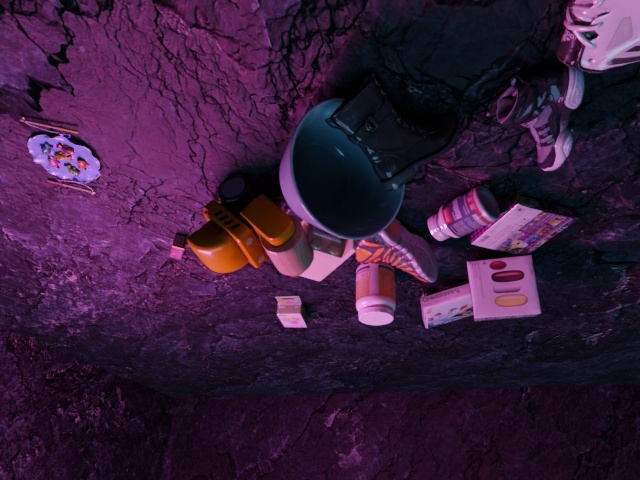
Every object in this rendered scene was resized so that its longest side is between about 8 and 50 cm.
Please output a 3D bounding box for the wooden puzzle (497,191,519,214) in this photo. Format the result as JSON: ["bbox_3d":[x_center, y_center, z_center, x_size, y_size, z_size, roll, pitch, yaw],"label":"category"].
[{"bbox_3d":[0.504,-0.090,1.245,0.014,0.079,0.116,42,142,-17],"label":"wooden puzzle"}]

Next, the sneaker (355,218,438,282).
[{"bbox_3d":[0.236,0.042,1.444,0.321,0.125,0.180,41,139,-25],"label":"sneaker"}]

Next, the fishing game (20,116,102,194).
[{"bbox_3d":[-0.690,-0.211,1.192,0.189,0.041,0.264,14,146,-12],"label":"fishing game"}]

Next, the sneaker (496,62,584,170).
[{"bbox_3d":[0.462,-0.257,0.963,0.152,0.101,0.269,-4,141,13],"label":"sneaker"}]

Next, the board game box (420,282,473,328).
[{"bbox_3d":[0.542,0.240,1.707,0.305,0.053,0.193,-17,144,3],"label":"board game box"}]

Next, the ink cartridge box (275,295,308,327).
[{"bbox_3d":[-0.127,0.319,1.954,0.108,0.062,0.209,-2,147,9],"label":"ink cartridge box"}]

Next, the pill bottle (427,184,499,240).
[{"bbox_3d":[0.399,-0.069,1.252,0.107,0.108,0.180,25,141,-31],"label":"pill bottle"}]

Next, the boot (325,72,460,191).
[{"bbox_3d":[0.165,-0.259,0.956,0.229,0.263,0.091,53,166,-17],"label":"boot"}]

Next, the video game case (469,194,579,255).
[{"bbox_3d":[0.610,-0.039,1.341,0.210,0.042,0.232,11,147,-13],"label":"video game case"}]

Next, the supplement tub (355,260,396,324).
[{"bbox_3d":[0.199,0.189,1.591,0.144,0.200,0.144,3,148,2],"label":"supplement tub"}]

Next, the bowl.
[{"bbox_3d":[0.028,-0.152,1.024,0.311,0.312,0.163,24,164,-30],"label":"bowl"}]

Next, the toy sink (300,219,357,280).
[{"bbox_3d":[0.000,0.000,1.357,0.131,0.153,0.234,18,146,-21],"label":"toy sink"}]

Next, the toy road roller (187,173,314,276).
[{"bbox_3d":[-0.204,0.004,1.218,0.329,0.240,0.203,36,163,31],"label":"toy road roller"}]

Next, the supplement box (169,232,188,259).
[{"bbox_3d":[-0.490,0.021,1.524,0.043,0.055,0.083,16,145,-17],"label":"supplement box"}]

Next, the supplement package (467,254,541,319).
[{"bbox_3d":[0.612,0.165,1.492,0.202,0.195,0.149,-8,165,17],"label":"supplement package"}]

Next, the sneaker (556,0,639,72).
[{"bbox_3d":[0.424,-0.391,0.684,0.446,0.169,0.258,10,145,-15],"label":"sneaker"}]

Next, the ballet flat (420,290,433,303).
[{"bbox_3d":[0.452,0.264,1.816,0.067,0.073,0.206,-7,146,42],"label":"ballet flat"}]
